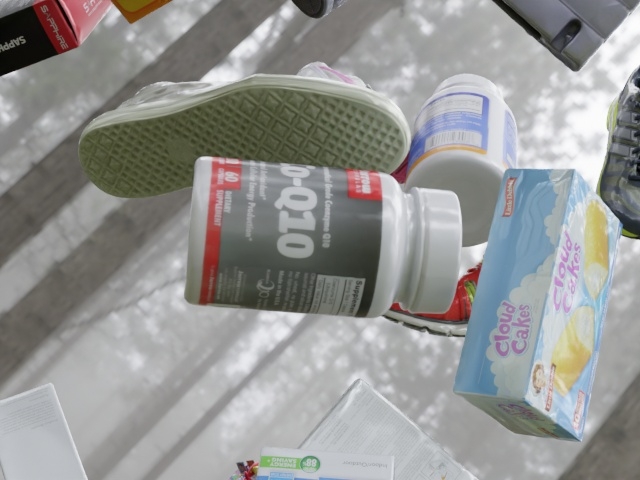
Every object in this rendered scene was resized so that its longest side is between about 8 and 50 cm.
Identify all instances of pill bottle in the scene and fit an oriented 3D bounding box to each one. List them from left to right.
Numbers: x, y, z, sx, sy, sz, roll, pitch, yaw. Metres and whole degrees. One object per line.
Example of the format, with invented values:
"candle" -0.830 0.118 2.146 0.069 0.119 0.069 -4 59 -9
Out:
"pill bottle" 0.000 0.000 1.332 0.283 0.161 0.161 4 -20 -6
"pill bottle" 0.202 -0.124 1.748 0.152 0.272 0.152 4 -55 7

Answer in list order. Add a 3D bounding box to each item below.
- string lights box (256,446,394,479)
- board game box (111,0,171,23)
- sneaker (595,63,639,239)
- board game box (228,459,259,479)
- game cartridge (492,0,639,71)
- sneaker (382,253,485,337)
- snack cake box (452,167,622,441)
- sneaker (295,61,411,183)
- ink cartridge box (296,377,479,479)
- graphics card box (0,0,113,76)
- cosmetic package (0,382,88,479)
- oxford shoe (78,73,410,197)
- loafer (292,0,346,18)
"string lights box" -0.004 0.321 1.130 0.133 0.259 0.077 2 -44 5
"board game box" -0.172 -0.567 1.549 0.356 0.356 0.356 -22 -57 30
"sneaker" 0.410 -0.122 1.555 0.111 0.300 0.121 7 -41 3
"board game box" -0.101 0.425 2.204 0.133 0.169 0.033 -83 155 -57
"game cartridge" 0.198 -0.366 1.219 0.355 0.230 0.068 43 -3 3
"sneaker" 0.219 0.077 1.740 0.279 0.118 0.107 0 -4 0
"snack cake box" 0.243 0.069 1.352 0.089 0.264 0.152 2 -22 35
"sneaker" 0.056 -0.181 1.834 0.252 0.111 0.103 38 -49 -25
"ink cartridge box" 0.062 0.255 1.300 0.179 0.145 0.045 41 -23 4
"graphics card box" -0.517 -0.328 1.958 0.371 0.233 0.094 -16 -63 17
"cosmetic package" -0.430 0.337 1.899 0.085 0.117 0.231 84 -18 -44
"oxford shoe" -0.096 -0.141 1.569 0.449 0.130 0.169 -3 -62 25
"loafer" -0.059 -0.510 2.109 0.302 0.095 0.109 53 -34 9
